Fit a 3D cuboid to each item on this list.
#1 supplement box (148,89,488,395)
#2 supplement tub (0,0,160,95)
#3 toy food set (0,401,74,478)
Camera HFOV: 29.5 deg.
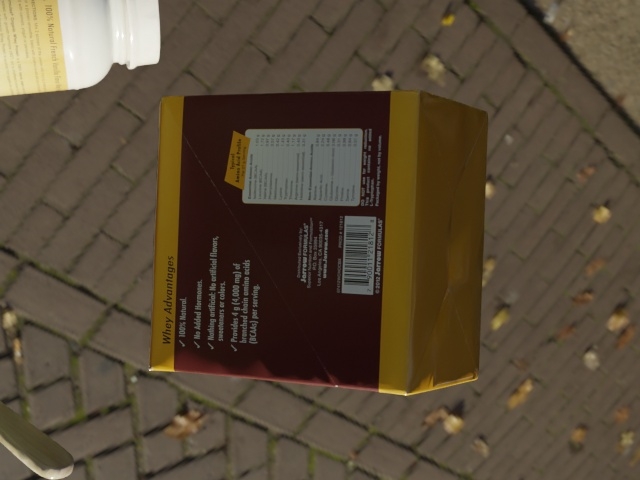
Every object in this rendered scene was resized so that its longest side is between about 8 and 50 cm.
[{"bbox_3d":[0.000,0.000,0.839,0.129,0.194,0.191,2,90,-63],"label":"supplement box"},{"bbox_3d":[-0.327,-0.255,1.195,0.316,0.228,0.228,-7,121,-12],"label":"supplement tub"},{"bbox_3d":[-0.204,0.100,0.478,0.192,0.132,0.038,-11,121,-47],"label":"toy food set"}]
